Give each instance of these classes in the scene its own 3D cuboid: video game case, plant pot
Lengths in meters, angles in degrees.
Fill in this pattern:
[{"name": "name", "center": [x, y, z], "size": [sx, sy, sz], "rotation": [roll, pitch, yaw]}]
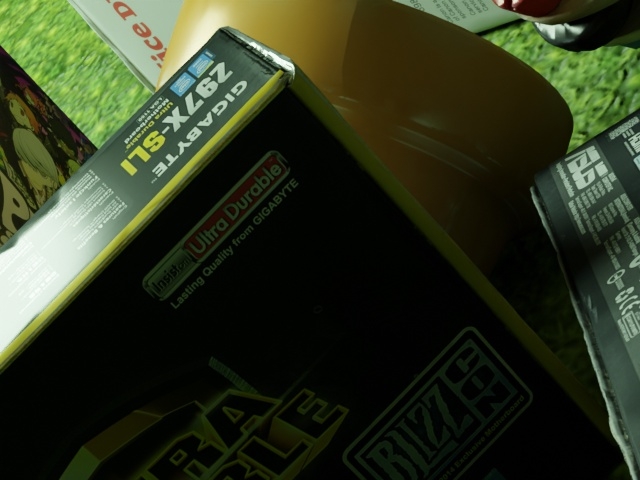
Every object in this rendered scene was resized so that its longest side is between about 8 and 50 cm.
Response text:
[{"name": "video game case", "center": [-0.137, 0.012, 1.006], "size": [0.042, 0.232, 0.210], "rotation": [-31, 34, 15]}, {"name": "plant pot", "center": [0.000, 0.000, 0.925], "size": [0.205, 0.205, 0.188], "rotation": [4, 71, 49]}]

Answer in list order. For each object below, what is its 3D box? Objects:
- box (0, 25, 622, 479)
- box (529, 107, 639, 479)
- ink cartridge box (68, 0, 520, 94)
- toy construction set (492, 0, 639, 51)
[{"name": "box", "center": [-0.061, 0.114, 0.785], "size": [0.322, 0.257, 0.079], "rotation": [-45, 34, -3]}, {"name": "box", "center": [0.235, -0.032, 0.632], "size": [0.318, 0.097, 0.395], "rotation": [-35, 10, 9]}, {"name": "ink cartridge box", "center": [-0.023, -0.201, 1.153], "size": [0.273, 0.197, 0.114], "rotation": [-16, 40, 35]}, {"name": "toy construction set", "center": [0.191, -0.222, 0.877], "size": [0.237, 0.309, 0.257], "rotation": [19, 75, 49]}]
